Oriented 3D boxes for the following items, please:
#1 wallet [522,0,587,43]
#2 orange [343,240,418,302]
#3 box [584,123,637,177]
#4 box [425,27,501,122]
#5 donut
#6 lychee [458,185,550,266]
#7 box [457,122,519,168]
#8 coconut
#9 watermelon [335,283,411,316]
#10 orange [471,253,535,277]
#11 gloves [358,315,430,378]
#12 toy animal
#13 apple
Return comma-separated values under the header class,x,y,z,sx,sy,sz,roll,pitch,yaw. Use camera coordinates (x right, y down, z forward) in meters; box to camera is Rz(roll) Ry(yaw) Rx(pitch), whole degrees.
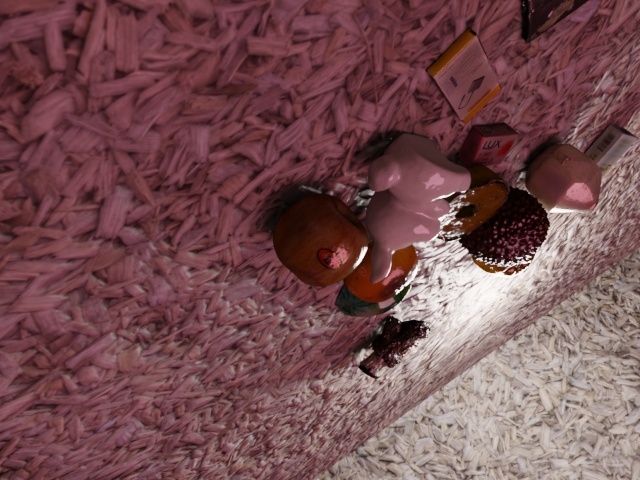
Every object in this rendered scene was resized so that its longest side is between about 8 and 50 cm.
class,x,y,z,sx,sy,sz,roll,pitch,yaw
wallet,0.589,-0.588,1.336,0.321,0.044,0.170,-36,152,-2
orange,0.172,0.079,1.677,0.224,0.170,0.224,-24,145,-18
box,1.013,-0.298,2.149,0.155,0.067,0.243,-2,134,-43
box,0.337,-0.372,1.375,0.129,0.033,0.247,-44,149,10
donut,0.387,-0.110,1.646,0.272,0.107,0.272,-25,154,-13
lychee,0.558,-0.038,1.839,0.267,0.267,0.267,-27,148,-18
box,0.460,-0.261,1.630,0.156,0.060,0.111,-15,141,-35
coconut,0.788,-0.188,1.899,0.224,0.234,0.224,-28,145,-22
watermelon,0.151,0.142,1.823,0.231,0.128,0.146,-31,131,-7
orange,0.663,0.021,2.100,0.249,0.183,0.249,-27,150,-17
gloves,0.273,0.392,2.241,0.312,0.135,0.210,-38,150,0
toy animal,0.180,-0.078,1.459,0.241,0.196,0.367,-5,136,-32
apple,0.000,0.000,1.351,0.188,0.211,0.211,-46,149,14
